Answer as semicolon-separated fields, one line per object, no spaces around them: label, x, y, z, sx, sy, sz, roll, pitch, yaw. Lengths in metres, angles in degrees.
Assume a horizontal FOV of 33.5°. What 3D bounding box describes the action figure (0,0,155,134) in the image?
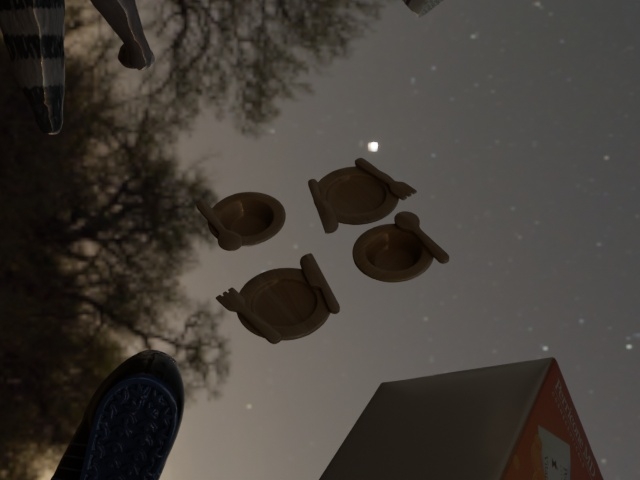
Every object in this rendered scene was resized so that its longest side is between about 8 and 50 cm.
action figure;-0.136;-0.249;0.647;0.178;0.341;0.330;-118;-148;-53

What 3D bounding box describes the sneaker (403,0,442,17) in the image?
sneaker;0.163;-0.406;1.220;0.161;0.282;0.102;48;-8;7

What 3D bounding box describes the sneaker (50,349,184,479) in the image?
sneaker;-0.162;0.188;0.791;0.232;0.081;0.090;-61;-174;11

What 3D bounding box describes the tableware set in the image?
tableware set;0.000;0.000;0.736;0.020;0.169;0.141;85;-22;-43

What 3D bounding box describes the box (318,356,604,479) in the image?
box;0.093;0.274;0.786;0.168;0.345;0.215;-14;-70;32
